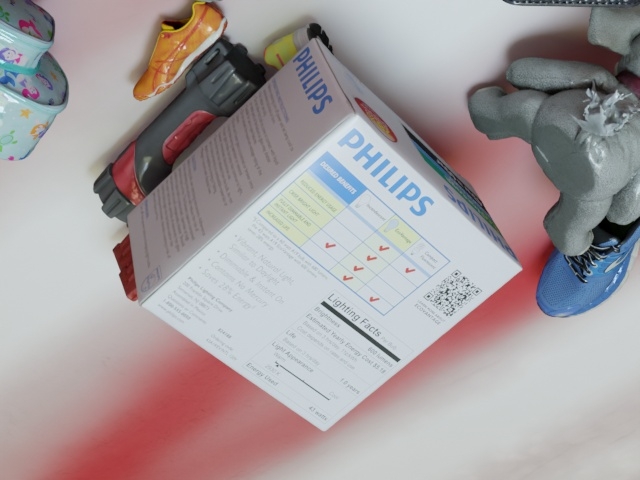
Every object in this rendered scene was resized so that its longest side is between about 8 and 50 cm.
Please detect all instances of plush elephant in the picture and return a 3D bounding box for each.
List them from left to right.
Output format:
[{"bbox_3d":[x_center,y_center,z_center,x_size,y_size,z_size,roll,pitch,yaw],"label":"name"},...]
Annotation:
[{"bbox_3d":[0.399,-0.179,1.592,0.255,0.272,0.330,-34,176,-19],"label":"plush elephant"}]

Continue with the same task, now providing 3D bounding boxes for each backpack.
[{"bbox_3d":[-0.428,-0.223,1.469,0.253,0.225,0.191,39,104,-22],"label":"backpack"}]

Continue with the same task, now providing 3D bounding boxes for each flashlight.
[{"bbox_3d":[-0.190,-0.140,1.662,0.304,0.103,0.103,-39,152,28],"label":"flashlight"}]

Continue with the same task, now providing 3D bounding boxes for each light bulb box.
[{"bbox_3d":[0.000,0.000,1.579,0.361,0.225,0.358,-41,124,14],"label":"light bulb box"}]

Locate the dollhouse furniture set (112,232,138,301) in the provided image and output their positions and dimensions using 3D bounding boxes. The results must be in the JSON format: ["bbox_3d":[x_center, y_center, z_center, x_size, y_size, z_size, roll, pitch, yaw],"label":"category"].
[{"bbox_3d":[-0.106,-0.031,1.770,0.201,0.152,0.374,36,105,-32],"label":"dollhouse furniture set"}]

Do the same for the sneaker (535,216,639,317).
[{"bbox_3d":[0.413,-0.013,1.782,0.147,0.130,0.330,-6,137,-46],"label":"sneaker"}]

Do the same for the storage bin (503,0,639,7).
[{"bbox_3d":[0.307,-0.355,1.473,0.180,0.122,0.084,-1,134,-4],"label":"storage bin"}]

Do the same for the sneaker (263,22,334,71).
[{"bbox_3d":[-0.011,-0.202,1.638,0.094,0.081,0.208,-12,129,19],"label":"sneaker"}]

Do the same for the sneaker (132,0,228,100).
[{"bbox_3d":[-0.196,-0.254,1.588,0.067,0.064,0.175,40,115,-14],"label":"sneaker"}]
